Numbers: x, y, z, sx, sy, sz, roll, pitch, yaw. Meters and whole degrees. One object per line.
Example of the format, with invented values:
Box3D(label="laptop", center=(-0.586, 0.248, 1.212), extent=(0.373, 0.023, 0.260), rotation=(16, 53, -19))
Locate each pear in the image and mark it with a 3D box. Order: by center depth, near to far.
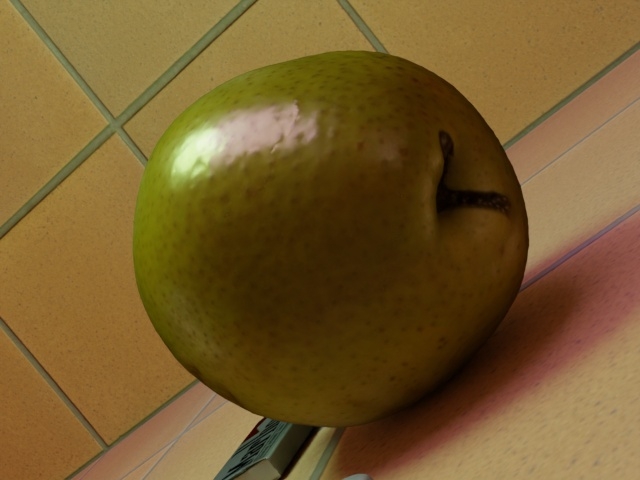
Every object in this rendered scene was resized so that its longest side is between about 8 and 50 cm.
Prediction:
Box3D(label="pear", center=(0.000, 0.000, 0.949), extent=(0.362, 0.362, 0.418), rotation=(-41, 9, -31))

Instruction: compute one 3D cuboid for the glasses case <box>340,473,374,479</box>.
Box3D(label="glasses case", center=(0.008, 0.203, 0.602), extent=(0.092, 0.059, 0.233), rotation=(-41, 3, 1))

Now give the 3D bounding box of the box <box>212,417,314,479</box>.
Box3D(label="box", center=(-0.059, 0.239, 1.149), extent=(0.115, 0.036, 0.177), rotation=(-38, 3, 28))
